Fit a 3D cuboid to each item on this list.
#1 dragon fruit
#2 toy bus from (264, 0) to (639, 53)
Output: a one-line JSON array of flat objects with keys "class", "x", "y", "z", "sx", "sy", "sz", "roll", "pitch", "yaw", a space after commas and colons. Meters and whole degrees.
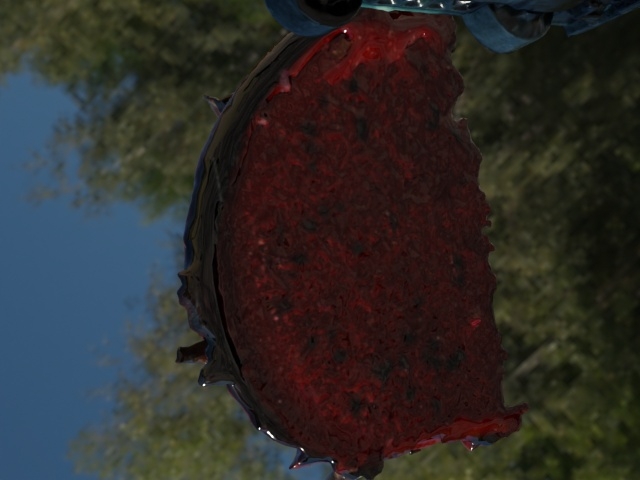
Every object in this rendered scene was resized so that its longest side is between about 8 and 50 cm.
[{"class": "dragon fruit", "x": 0.000, "y": 0.000, "z": 1.057, "sx": 0.282, "sy": 0.100, "sz": 0.344, "roll": -10, "pitch": -85, "yaw": -40}, {"class": "toy bus", "x": 0.032, "y": -0.109, "z": 0.425, "sx": 0.160, "sy": 0.079, "sz": 0.092, "roll": -2, "pitch": -102, "yaw": -35}]
